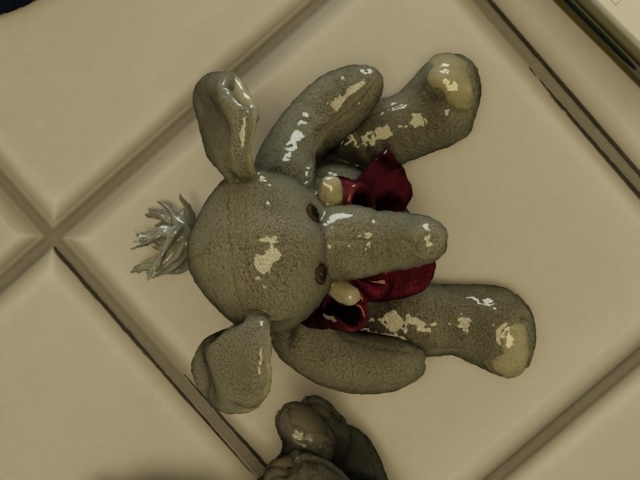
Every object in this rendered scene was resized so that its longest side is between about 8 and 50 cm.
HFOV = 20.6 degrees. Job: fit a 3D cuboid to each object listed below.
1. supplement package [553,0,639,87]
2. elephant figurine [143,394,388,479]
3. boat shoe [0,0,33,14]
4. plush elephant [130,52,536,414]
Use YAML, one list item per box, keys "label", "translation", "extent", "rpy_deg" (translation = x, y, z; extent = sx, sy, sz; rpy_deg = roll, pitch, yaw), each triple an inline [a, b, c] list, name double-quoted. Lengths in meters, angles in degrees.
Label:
- label: "supplement package"
  translation: [0.260, -0.253, 1.349]
  extent: [0.263, 0.199, 0.198]
  rpy_deg: [45, 95, -2]
- label: "elephant figurine"
  translation: [-0.059, 0.248, 1.441]
  extent: [0.239, 0.186, 0.169]
  rpy_deg: [-36, 136, 14]
- label: "boat shoe"
  translation: [-0.228, -0.241, 1.438]
  extent: [0.183, 0.066, 0.066]
  rpy_deg: [-28, 88, -6]
- label: "plush elephant"
  translation: [0.000, 0.000, 1.349]
  extent: [0.330, 0.255, 0.272]
  rpy_deg: [-6, 94, 2]
